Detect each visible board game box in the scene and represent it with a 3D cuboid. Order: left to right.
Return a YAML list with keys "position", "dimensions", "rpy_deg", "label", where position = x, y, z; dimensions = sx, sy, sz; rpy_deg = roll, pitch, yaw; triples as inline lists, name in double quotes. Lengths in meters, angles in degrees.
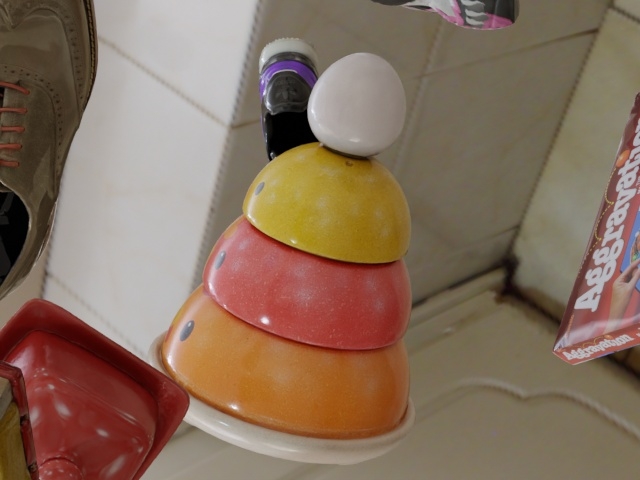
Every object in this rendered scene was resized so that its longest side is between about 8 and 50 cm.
- position: [0.282, -0.036, 1.065]
  dimensions: [0.027, 0.281, 0.145]
  rpy_deg: [31, 152, -14]
  label: "board game box"

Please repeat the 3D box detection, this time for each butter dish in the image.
- position: [-0.194, 0.154, 0.945]
  dimensions: [0.160, 0.118, 0.160]
  rpy_deg: [36, 96, -19]
  label: "butter dish"

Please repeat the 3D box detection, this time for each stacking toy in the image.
- position: [0.000, 0.000, 1.584]
  dimensions: [0.350, 0.350, 0.480]
  rpy_deg: [26, 109, 35]
  label: "stacking toy"

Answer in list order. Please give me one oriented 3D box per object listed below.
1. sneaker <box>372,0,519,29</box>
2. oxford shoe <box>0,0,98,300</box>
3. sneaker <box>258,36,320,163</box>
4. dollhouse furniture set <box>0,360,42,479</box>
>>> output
- position: [0.138, -0.282, 1.425]
  dimensions: [0.178, 0.077, 0.072]
  rpy_deg: [19, 105, 13]
  label: "sneaker"
- position: [-0.256, -0.099, 1.070]
  dimensions: [0.130, 0.123, 0.348]
  rpy_deg: [-99, 17, -65]
  label: "oxford shoe"
- position: [-0.033, -0.127, 1.769]
  dimensions: [0.293, 0.102, 0.146]
  rpy_deg: [75, -170, -52]
  label: "sneaker"
- position: [-0.234, 0.179, 0.756]
  dimensions: [0.201, 0.152, 0.374]
  rpy_deg: [15, 130, 15]
  label: "dollhouse furniture set"
